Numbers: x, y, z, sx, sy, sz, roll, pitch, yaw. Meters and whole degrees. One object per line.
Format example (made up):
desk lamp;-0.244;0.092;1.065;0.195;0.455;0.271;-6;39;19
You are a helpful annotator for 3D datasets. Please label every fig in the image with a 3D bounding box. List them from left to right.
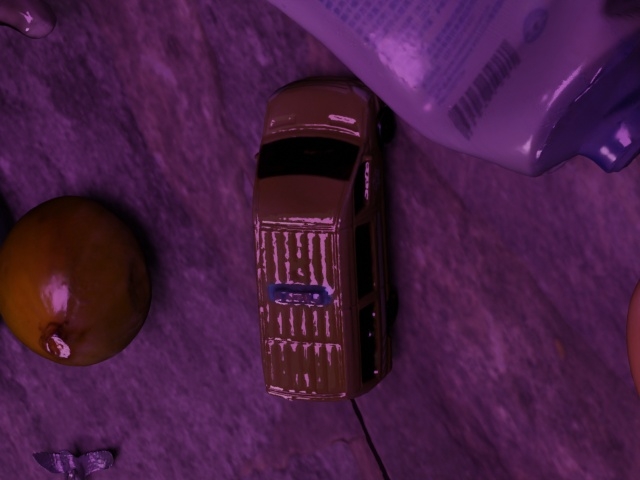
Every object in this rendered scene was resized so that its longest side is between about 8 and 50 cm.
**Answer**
fig;-0.215;0.037;1.511;0.153;0.121;0.136;51;123;27

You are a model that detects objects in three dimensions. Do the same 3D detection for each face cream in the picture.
face cream;0.091;-0.205;1.336;0.420;0.137;0.235;42;115;15

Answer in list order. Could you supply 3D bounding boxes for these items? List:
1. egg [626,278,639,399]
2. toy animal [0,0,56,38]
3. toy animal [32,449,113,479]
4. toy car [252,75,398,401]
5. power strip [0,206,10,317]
egg;0.335;0.098;1.272;0.244;0.201;0.201;38;115;20
toy animal;-0.428;-0.197;1.487;0.303;0.194;0.344;-43;76;29
toy animal;-0.227;0.216;1.610;0.084;0.028;0.050;-2;95;22
toy car;0.000;0.000;1.411;0.101;0.124;0.256;2;106;19
power strip;-0.358;0.013;1.566;0.168;0.054;0.253;13;91;10
